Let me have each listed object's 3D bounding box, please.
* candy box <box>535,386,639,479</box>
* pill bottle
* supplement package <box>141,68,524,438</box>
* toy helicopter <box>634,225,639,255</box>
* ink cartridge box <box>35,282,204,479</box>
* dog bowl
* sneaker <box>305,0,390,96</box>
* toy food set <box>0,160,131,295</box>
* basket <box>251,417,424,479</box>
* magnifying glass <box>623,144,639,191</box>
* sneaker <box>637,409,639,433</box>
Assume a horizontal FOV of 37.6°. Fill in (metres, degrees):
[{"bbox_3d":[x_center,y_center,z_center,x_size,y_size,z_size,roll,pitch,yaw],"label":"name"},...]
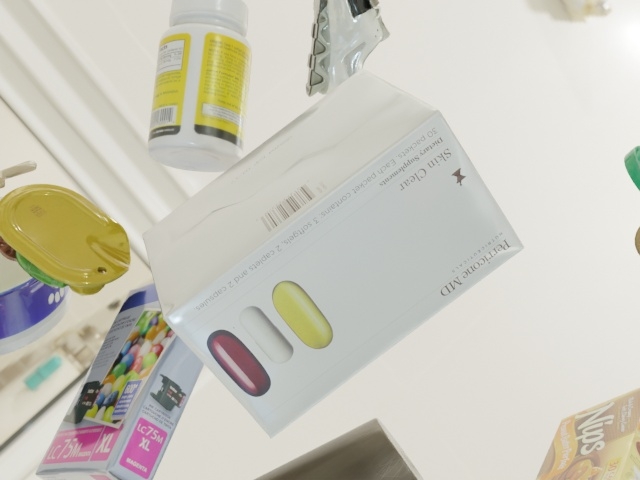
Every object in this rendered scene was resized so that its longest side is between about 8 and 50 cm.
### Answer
[{"bbox_3d":[0.436,0.362,1.465,0.183,0.316,0.087,-33,-87,36],"label":"candy box"},{"bbox_3d":[-0.148,-0.200,1.182,0.119,0.209,0.119,5,-11,1],"label":"pill bottle"},{"bbox_3d":[0.000,0.000,0.814,0.145,0.262,0.204,52,0,-25],"label":"supplement package"},{"bbox_3d":[0.574,-0.121,1.435,0.235,0.355,0.140,28,-7,33],"label":"toy helicopter"},{"bbox_3d":[-0.205,0.143,1.102,0.065,0.311,0.185,41,-35,-25],"label":"ink cartridge box"},{"bbox_3d":[-0.492,0.047,1.333,0.265,0.265,0.104,38,-43,40],"label":"dog bowl"},{"bbox_3d":[0.060,-0.428,1.741,0.122,0.146,0.331,-107,-159,-68],"label":"sneaker"},{"bbox_3d":[-0.334,-0.001,1.160,0.218,0.128,0.071,37,-48,12],"label":"toy food set"},{"bbox_3d":[0.009,0.314,1.032,0.204,0.227,0.154,54,-1,22],"label":"basket"},{"bbox_3d":[0.457,-0.023,1.155,0.026,0.092,0.231,-43,-104,37],"label":"magnifying glass"},{"bbox_3d":[0.453,0.179,1.026,0.215,0.083,0.084,-4,-8,33],"label":"sneaker"}]
